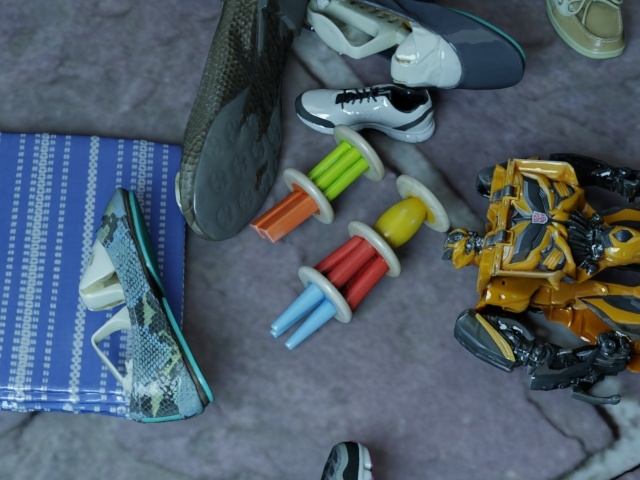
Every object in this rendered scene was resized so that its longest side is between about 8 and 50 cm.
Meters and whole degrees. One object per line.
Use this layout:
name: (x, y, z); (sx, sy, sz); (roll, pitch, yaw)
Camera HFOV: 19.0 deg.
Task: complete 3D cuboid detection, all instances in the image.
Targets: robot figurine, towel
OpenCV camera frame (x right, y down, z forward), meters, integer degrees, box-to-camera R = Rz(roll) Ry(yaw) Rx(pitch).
robot figurine: (0.233, 0.019, 1.355); (0.291, 0.085, 0.211); (10, 53, 2)
towel: (-0.264, 0.020, 1.349); (0.336, 0.040, 0.243); (3, 53, -6)

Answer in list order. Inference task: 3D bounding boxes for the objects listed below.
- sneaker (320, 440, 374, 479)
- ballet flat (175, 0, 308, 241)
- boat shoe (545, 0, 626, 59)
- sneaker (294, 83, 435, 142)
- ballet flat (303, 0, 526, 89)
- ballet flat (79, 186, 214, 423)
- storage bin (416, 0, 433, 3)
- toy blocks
sneaker: (-0.017, 0.196, 1.219); (0.074, 0.063, 0.170); (20, 60, 2)
ballet flat: (-0.066, -0.110, 1.427); (0.058, 0.084, 0.250); (-6, 59, 33)
boat shoe: (0.209, -0.212, 1.541); (0.056, 0.048, 0.153); (-6, 55, -9)
sneaker: (0.035, -0.105, 1.453); (0.109, 0.044, 0.040); (4, 56, 0)
ballet flat: (0.059, -0.155, 1.476); (0.203, 0.074, 0.074); (29, 57, 22)
ballet flat: (-0.129, 0.044, 1.286); (0.070, 0.070, 0.188); (-13, 52, -14)
storage bin: (0.059, -0.247, 1.536); (0.135, 0.098, 0.091); (32, 86, 17)
toy blocks: (0.000, 0.000, 1.367); (0.148, 0.054, 0.123); (-42, 58, -14)
